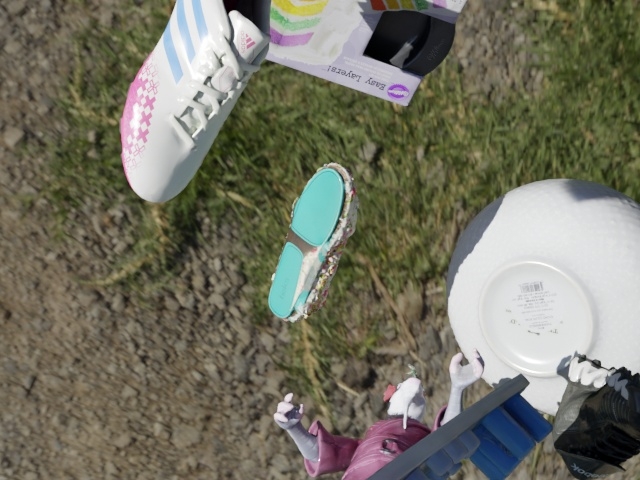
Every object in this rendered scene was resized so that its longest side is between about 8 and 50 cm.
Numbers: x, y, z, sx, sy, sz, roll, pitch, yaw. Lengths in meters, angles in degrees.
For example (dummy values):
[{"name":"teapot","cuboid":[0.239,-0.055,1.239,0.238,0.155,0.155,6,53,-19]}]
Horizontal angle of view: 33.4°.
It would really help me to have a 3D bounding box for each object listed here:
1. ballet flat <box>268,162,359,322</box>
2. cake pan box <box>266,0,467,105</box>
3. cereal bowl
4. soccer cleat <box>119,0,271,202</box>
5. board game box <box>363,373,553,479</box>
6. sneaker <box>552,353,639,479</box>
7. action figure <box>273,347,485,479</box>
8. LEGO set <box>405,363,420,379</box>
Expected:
[{"name":"ballet flat","cuboid":[0.000,0.000,1.353,0.091,0.077,0.241,46,128,30]},{"name":"cake pan box","cuboid":[0.060,-0.326,1.514,0.266,0.246,0.070,18,52,-11]},{"name":"cereal bowl","cuboid":[0.315,0.090,1.451,0.339,0.141,0.339,10,108,32]},{"name":"soccer cleat","cuboid":[-0.135,-0.199,1.249,0.143,0.116,0.331,17,89,44]},{"name":"board game box","cuboid":[-0.027,0.266,0.702,0.050,0.390,0.390,46,110,15]},{"name":"sneaker","cuboid":[0.253,0.164,0.919,0.078,0.234,0.106,23,89,-1]},{"name":"action figure","cuboid":[0.089,0.293,1.257,0.248,0.370,0.276,-10,110,23]},{"name":"LEGO set","cuboid":[0.138,0.227,1.589,0.023,0.054,0.083,3,107,-9]}]
